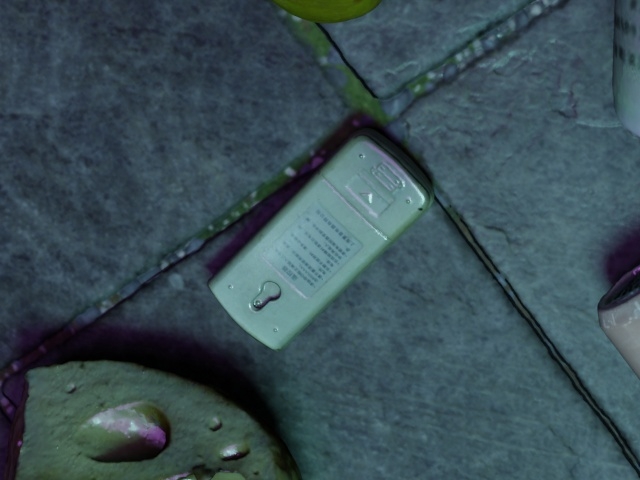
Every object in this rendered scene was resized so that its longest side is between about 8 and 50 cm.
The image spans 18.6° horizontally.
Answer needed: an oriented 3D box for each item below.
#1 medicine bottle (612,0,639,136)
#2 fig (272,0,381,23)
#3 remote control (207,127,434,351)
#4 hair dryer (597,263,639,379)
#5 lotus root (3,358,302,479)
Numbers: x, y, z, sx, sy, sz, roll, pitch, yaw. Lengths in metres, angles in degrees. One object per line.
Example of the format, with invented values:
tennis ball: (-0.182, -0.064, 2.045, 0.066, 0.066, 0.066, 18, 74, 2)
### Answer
medicine bottle: (0.341, -0.274, 1.514, 0.219, 0.219, 0.388, 4, 111, 13)
fig: (-0.018, -0.272, 1.648, 0.186, 0.148, 0.142, 21, 157, -9)
remote control: (0.000, 0.000, 1.797, 0.098, 0.038, 0.233, 44, 114, -3)
hair dryer: (0.426, 0.037, 1.681, 0.344, 0.107, 0.189, -35, 98, 14)
lotus root: (-0.158, 0.217, 1.872, 0.314, 0.142, 0.210, 9, 148, 7)
